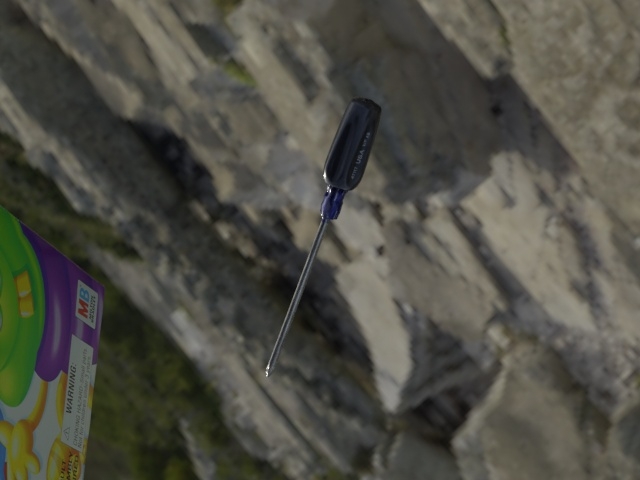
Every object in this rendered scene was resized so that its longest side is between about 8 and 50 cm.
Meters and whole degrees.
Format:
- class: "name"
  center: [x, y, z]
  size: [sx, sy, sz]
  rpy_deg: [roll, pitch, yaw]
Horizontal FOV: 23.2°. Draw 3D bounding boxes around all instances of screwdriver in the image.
- class: "screwdriver"
  center: [0.000, 0.000, 0.870]
  size: [0.024, 0.025, 0.170]
  rpy_deg: [26, 110, 23]

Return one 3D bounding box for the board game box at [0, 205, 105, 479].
- class: "board game box"
  center: [-0.207, 0.039, 0.579]
  size: [0.142, 0.144, 0.275]
  rpy_deg: [-4, 158, 18]
